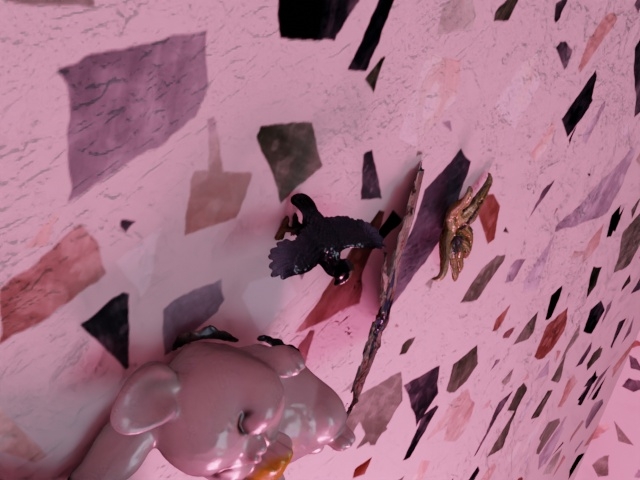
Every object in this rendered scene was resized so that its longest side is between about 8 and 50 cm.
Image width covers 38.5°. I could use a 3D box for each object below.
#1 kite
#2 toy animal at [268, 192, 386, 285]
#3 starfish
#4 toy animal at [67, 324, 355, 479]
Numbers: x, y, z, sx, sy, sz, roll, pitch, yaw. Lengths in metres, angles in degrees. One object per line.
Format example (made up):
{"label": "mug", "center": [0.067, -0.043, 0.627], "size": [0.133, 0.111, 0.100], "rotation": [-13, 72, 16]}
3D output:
{"label": "kite", "center": [0.083, 0.086, 1.207], "size": [0.368, 0.014, 0.406], "rotation": [80, 27, -71]}
{"label": "toy animal", "center": [0.000, 0.000, 1.030], "size": [0.220, 0.108, 0.062], "rotation": [-12, 136, -50]}
{"label": "starfish", "center": [0.212, -0.017, 1.382], "size": [0.217, 0.050, 0.223], "rotation": [-52, 161, -25]}
{"label": "toy animal", "center": [-0.106, 0.195, 1.004], "size": [0.325, 0.154, 0.208], "rotation": [3, 137, -35]}
